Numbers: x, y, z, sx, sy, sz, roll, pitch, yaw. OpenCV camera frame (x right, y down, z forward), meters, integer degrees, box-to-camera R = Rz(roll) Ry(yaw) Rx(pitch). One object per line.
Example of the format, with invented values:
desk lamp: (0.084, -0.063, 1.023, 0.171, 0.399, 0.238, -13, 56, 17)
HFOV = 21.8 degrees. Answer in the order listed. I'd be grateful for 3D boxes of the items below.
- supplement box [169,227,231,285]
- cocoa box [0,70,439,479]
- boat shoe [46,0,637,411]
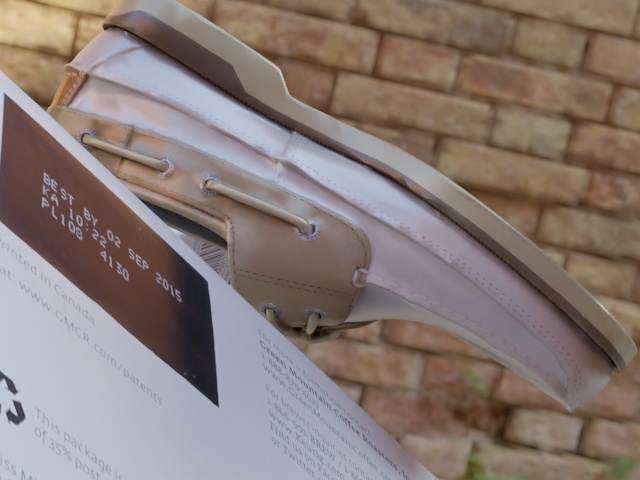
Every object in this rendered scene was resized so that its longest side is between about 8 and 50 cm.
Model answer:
supplement box: (-0.168, 0.005, 1.130, 0.220, 0.111, 0.114, -21, 61, -32)
cocoa box: (-0.106, 0.151, 0.634, 0.347, 0.228, 0.231, 45, 22, -35)
boat shoe: (0.000, 0.000, 0.779, 0.302, 0.103, 0.113, 33, -8, 20)
